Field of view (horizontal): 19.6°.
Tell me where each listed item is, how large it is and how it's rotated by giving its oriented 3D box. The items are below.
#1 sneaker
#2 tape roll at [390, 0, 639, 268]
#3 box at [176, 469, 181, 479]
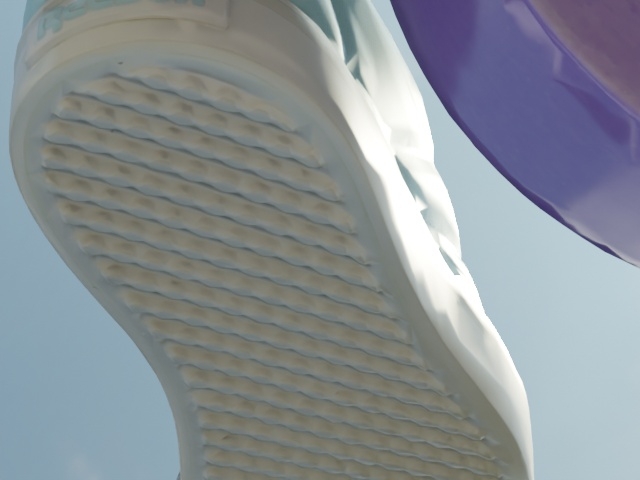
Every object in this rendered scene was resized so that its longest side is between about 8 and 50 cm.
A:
[{"bbox_3d":[0.000,0.000,0.656,0.135,0.366,0.150,-5,-127,9],"label":"sneaker"},{"bbox_3d":[0.106,-0.084,0.360,0.189,0.080,0.189,1,-100,-7],"label":"tape roll"},{"bbox_3d":[-0.052,0.151,1.142,0.021,0.164,0.201,39,-148,-12],"label":"box"}]
